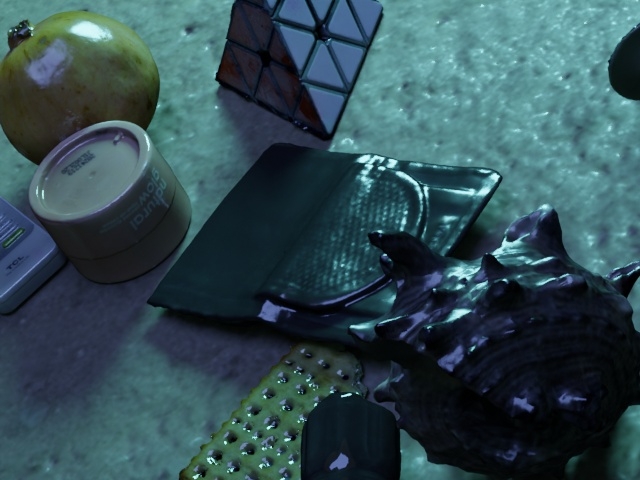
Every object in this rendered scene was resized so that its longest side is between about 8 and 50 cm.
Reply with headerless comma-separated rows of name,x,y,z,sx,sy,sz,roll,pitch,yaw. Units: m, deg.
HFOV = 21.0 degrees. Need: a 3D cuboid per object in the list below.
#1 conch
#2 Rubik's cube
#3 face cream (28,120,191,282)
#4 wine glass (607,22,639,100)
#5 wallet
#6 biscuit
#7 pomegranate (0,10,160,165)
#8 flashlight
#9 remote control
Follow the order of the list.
conch,0.137,0.090,1.393,0.241,0.313,0.186,-18,64,25
Rubik's cube,0.013,-0.209,1.933,0.178,0.211,0.190,-26,71,-25
face cream,-0.226,-0.042,1.864,0.149,0.104,0.149,-16,44,16
wine glass,0.360,-0.106,1.585,0.103,0.103,0.231,-30,45,1
wallet,0.000,0.000,1.734,0.323,0.041,0.247,9,51,43
biscuit,-0.029,0.176,1.607,0.203,0.016,0.144,-46,43,-15
pomegranate,-0.278,-0.170,1.959,0.191,0.191,0.191,-16,44,16
flashlight,0.025,0.304,1.394,0.103,0.103,0.424,-15,44,18
remote control,-0.387,-0.003,1.974,0.103,0.034,0.250,-43,43,-13
